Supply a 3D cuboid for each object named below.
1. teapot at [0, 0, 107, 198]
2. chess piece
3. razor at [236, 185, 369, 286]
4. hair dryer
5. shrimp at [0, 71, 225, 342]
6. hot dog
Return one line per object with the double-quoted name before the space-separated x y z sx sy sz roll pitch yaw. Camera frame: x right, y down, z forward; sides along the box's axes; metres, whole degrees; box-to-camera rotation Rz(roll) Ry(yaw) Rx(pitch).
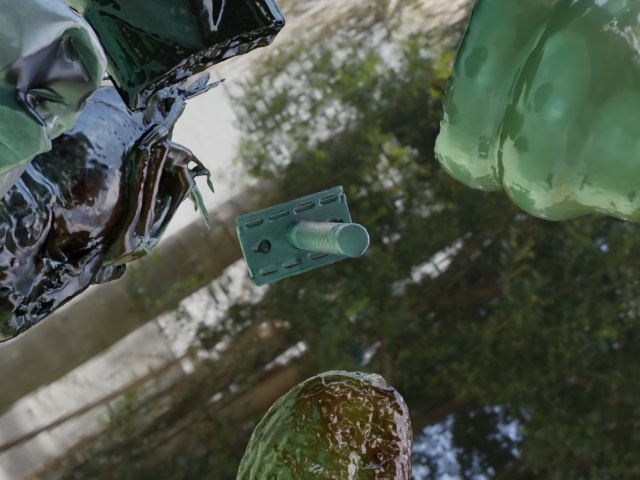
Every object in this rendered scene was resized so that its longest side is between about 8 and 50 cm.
"teapot" -0.204 -0.060 0.455 0.178 0.163 0.221 49 -16 -20
"chess piece" 0.249 -0.044 0.753 0.330 0.182 0.182 31 -30 24
"razor" 0.000 0.000 1.027 0.232 0.106 0.068 -169 -119 -79
"hair dryer" -0.161 -0.180 0.813 0.244 0.116 0.302 62 -27 2
"shrimp" -0.179 -0.038 0.866 0.172 0.372 0.137 -3 -74 22
"hot dog" 0.006 0.250 1.144 0.175 0.259 0.114 20 -29 -18
